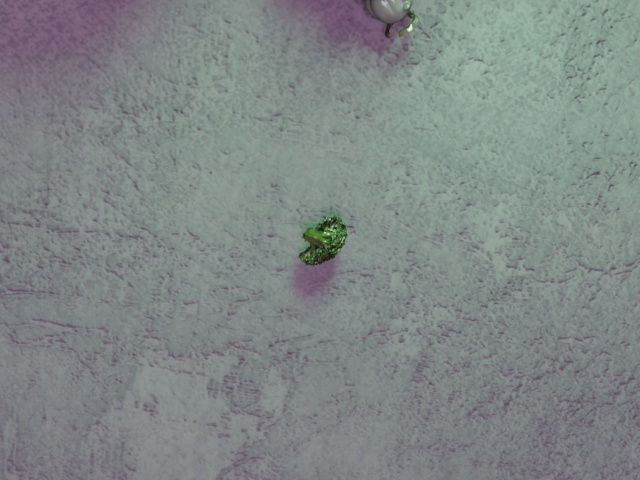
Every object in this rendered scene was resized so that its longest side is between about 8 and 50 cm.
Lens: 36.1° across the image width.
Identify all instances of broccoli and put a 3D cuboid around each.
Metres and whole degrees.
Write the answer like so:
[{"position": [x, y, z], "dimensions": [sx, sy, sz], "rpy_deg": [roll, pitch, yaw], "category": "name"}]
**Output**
[{"position": [0.000, 0.000, 1.903], "dimensions": [0.092, 0.097, 0.095], "rpy_deg": [29, 67, -27], "category": "broccoli"}]

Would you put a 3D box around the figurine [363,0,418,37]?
[{"position": [0.112, -0.428, 1.735], "dimensions": [0.132, 0.132, 0.154], "rpy_deg": [-34, 124, 8], "category": "figurine"}]
